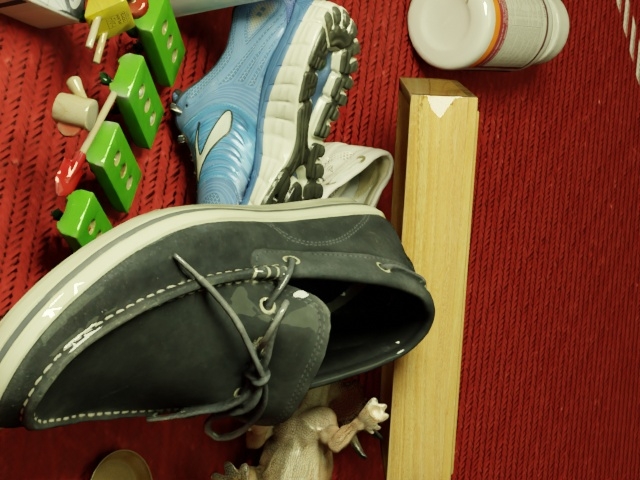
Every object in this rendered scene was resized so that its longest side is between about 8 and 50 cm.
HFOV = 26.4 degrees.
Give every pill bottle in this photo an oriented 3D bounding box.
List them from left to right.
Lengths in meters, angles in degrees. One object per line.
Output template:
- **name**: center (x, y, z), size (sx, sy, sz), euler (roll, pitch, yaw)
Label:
- **pill bottle**: center (0.216, -0.272, 1.712), size (0.221, 0.121, 0.121), euler (-8, 95, -52)

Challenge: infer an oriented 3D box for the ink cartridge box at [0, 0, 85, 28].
- **ink cartridge box**: center (-0.317, -0.297, 1.080), size (0.333, 0.065, 0.165), euler (16, 77, -50)

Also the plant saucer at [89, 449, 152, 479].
- **plant saucer**: center (-0.189, 0.234, 1.260), size (0.083, 0.015, 0.083), euler (2, 88, -52)

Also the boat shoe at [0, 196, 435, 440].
- **boat shoe**: center (-0.074, 0.074, 1.167), size (0.500, 0.156, 0.187), euler (-12, 140, -50)

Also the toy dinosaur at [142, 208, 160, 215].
- **toy dinosaur**: center (-0.188, 0.039, 1.200), size (0.112, 0.064, 0.211), euler (-50, 167, -17)

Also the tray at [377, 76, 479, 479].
- **tray**: center (0.112, 0.040, 1.461), size (0.203, 0.076, 0.411), euler (-89, -177, -78)

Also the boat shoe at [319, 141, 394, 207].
- **boat shoe**: center (0.000, 0.000, 1.444), size (0.098, 0.096, 0.277), euler (51, 51, -37)

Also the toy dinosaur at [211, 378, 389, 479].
- **toy dinosaur**: center (-0.024, 0.236, 1.400), size (0.295, 0.127, 0.200), euler (-63, 172, -10)

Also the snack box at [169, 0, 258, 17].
- **snack box**: center (-0.069, -0.317, 1.305), size (0.070, 0.174, 0.207), euler (48, 53, -38)

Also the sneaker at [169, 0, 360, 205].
- **sneaker**: center (-0.076, -0.083, 1.338), size (0.130, 0.147, 0.330), euler (10, 99, -62)

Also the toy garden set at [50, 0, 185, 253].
- **toy garden set**: center (-0.194, -0.116, 1.192), size (0.204, 0.049, 0.244), euler (79, 26, -68)
